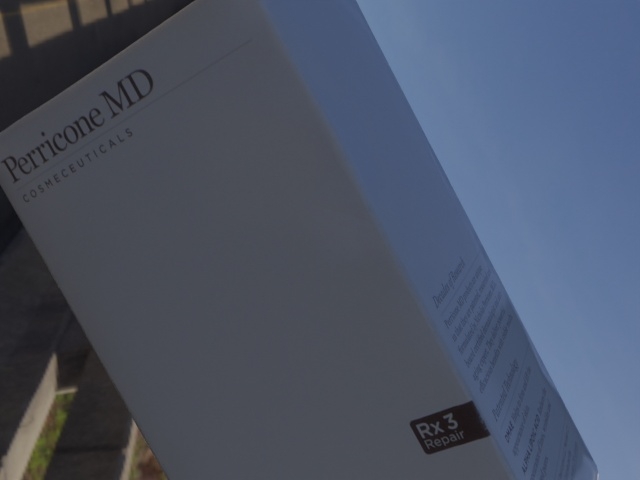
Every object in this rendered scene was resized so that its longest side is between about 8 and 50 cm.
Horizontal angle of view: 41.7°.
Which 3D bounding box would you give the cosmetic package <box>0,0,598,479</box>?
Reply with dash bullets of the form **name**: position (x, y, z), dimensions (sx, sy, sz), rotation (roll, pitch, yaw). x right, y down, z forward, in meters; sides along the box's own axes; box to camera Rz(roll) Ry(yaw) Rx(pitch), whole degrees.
- **cosmetic package**: position (-0.007, 0.050, 0.529), dimensions (0.385, 0.217, 0.156), rotation (59, 26, -6)
